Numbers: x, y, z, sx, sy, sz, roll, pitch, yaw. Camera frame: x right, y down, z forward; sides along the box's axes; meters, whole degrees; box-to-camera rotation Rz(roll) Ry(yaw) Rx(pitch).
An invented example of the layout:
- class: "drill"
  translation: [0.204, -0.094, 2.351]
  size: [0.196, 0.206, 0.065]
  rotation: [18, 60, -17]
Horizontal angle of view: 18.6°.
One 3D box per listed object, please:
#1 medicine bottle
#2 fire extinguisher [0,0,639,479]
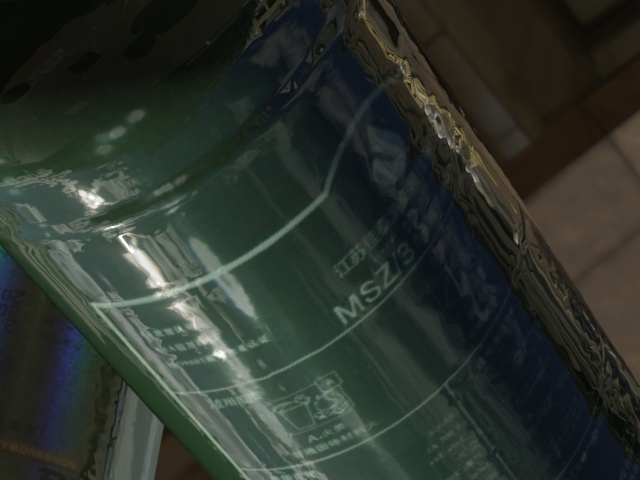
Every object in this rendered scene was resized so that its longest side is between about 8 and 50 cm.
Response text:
- class: "medicine bottle"
  translation: [-0.121, 0.095, 0.669]
  size: [0.083, 0.121, 0.229]
  rotation: [112, -12, -57]
- class: "fire extinguisher"
  translation: [0.000, 0.000, 0.431]
  size: [0.095, 0.311, 0.114]
  rotation: [9, -123, 44]
